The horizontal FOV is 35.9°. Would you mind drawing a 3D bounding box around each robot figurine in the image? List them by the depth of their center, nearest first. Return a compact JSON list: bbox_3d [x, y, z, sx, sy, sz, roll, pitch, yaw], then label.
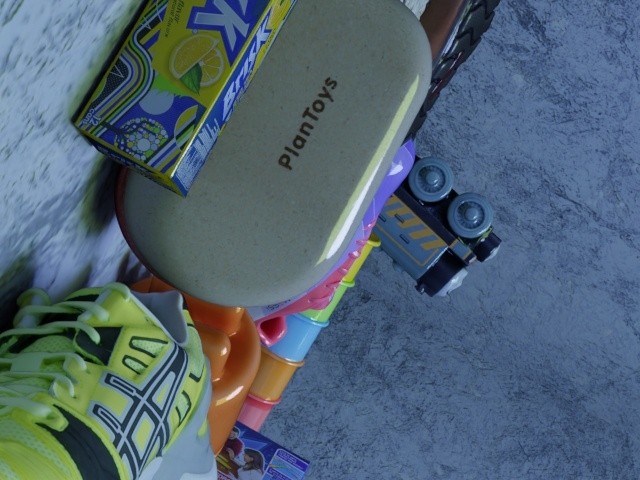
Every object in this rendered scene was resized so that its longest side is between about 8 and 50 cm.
[{"bbox_3d":[-0.123,0.115,0.786,0.128,0.158,0.219,-11,146,-28],"label":"robot figurine"}]

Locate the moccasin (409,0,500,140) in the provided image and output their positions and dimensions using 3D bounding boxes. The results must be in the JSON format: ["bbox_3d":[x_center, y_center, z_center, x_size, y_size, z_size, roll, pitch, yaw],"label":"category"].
[{"bbox_3d":[0.123,-0.266,1.323,0.380,0.147,0.139,-59,163,21],"label":"moccasin"}]

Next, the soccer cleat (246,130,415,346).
[{"bbox_3d":[0.000,0.000,0.930,0.108,0.116,0.318,-34,178,-43],"label":"soccer cleat"}]

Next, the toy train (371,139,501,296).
[{"bbox_3d":[0.145,-0.058,1.682,0.190,0.334,0.142,-47,178,-2],"label":"toy train"}]

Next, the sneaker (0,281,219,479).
[{"bbox_3d":[-0.152,0.096,0.508,0.384,0.145,0.147,26,62,-84],"label":"sneaker"}]

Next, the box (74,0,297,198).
[{"bbox_3d":[-0.058,-0.112,0.522,0.169,0.059,0.054,-61,177,-9],"label":"box"}]

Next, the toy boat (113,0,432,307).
[{"bbox_3d":[-0.043,-0.074,0.643,0.231,0.151,0.151,-61,-155,-2],"label":"toy boat"}]

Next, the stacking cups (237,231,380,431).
[{"bbox_3d":[-0.042,0.109,1.276,0.316,0.096,0.096,-59,177,13],"label":"stacking cups"}]

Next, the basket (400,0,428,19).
[{"bbox_3d":[0.031,-0.202,0.710,0.113,0.103,0.167,-61,175,-22],"label":"basket"}]

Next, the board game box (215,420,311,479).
[{"bbox_3d":[-0.119,0.218,0.988,0.035,0.201,0.136,-63,175,23],"label":"board game box"}]
